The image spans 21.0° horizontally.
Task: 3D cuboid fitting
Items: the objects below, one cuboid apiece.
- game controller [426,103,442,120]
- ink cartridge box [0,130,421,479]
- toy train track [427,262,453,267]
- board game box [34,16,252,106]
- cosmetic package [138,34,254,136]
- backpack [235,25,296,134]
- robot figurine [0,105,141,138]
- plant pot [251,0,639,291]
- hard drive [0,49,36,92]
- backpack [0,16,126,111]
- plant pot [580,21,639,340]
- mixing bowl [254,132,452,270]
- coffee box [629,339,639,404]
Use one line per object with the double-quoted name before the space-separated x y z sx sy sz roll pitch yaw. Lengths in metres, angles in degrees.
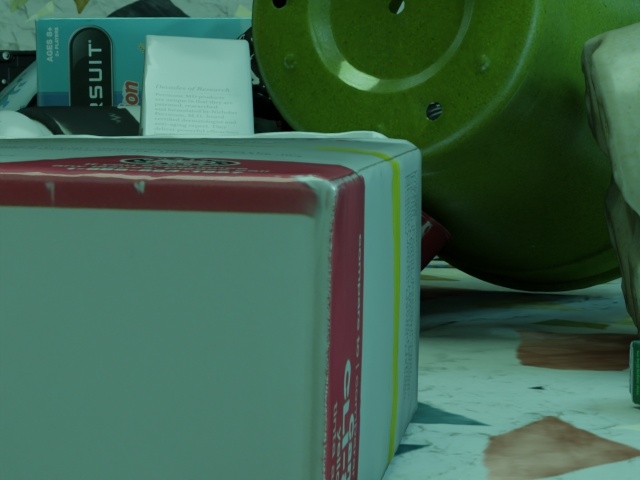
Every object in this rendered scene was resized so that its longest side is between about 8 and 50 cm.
"game controller" 0.243 -0.071 1.905 0.319 0.166 0.067 -1 21 -15
"ink cartridge box" -0.104 0.035 0.782 0.279 0.160 0.385 1 5 9
"toy train track" 0.128 0.020 1.749 0.083 0.014 0.048 0 5 7
"board game box" -0.109 -0.094 1.712 0.336 0.253 0.079 -1 6 -5
"cosmetic package" -0.090 -0.035 1.218 0.085 0.117 0.231 2 38 -8
"backpack" -0.065 -0.100 1.562 0.115 0.182 0.152 28 38 2
"robot figurine" -0.186 -0.021 1.400 0.278 0.173 0.209 -4 -28 -40
"plant pot" 0.126 -0.152 1.392 0.366 0.366 0.353 2 -4 28
"hard drive" -0.302 -0.131 2.238 0.339 0.237 0.064 1 5 21
"backpack" -0.260 -0.117 1.960 0.273 0.290 0.355 43 -3 6
"plant pot" 0.345 -0.056 1.161 0.305 0.334 0.334 -12 4 6
"mixing bowl" 0.000 0.000 1.347 0.181 0.098 0.181 27 -7 3
"coffee box" 0.272 0.078 0.938 0.113 0.040 0.184 -3 6 -31
